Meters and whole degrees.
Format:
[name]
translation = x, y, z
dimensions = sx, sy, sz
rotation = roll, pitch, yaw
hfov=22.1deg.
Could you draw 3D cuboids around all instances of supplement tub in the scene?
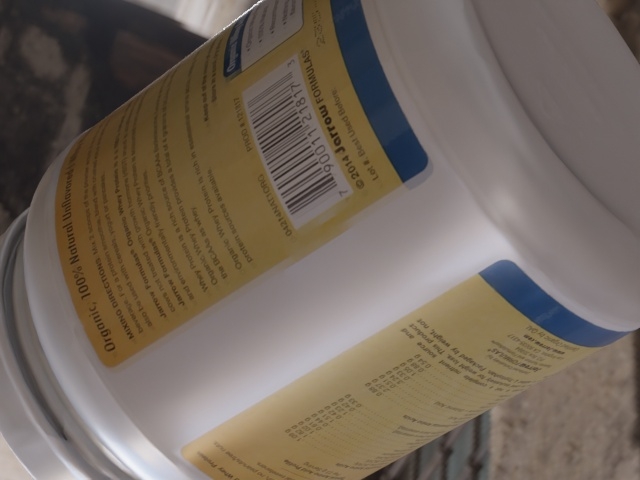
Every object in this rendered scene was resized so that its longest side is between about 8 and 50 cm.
[supplement tub]
translation = 0.000, 0.000, 0.512
dimensions = 0.144, 0.200, 0.144
rotation = 39, -147, -32
